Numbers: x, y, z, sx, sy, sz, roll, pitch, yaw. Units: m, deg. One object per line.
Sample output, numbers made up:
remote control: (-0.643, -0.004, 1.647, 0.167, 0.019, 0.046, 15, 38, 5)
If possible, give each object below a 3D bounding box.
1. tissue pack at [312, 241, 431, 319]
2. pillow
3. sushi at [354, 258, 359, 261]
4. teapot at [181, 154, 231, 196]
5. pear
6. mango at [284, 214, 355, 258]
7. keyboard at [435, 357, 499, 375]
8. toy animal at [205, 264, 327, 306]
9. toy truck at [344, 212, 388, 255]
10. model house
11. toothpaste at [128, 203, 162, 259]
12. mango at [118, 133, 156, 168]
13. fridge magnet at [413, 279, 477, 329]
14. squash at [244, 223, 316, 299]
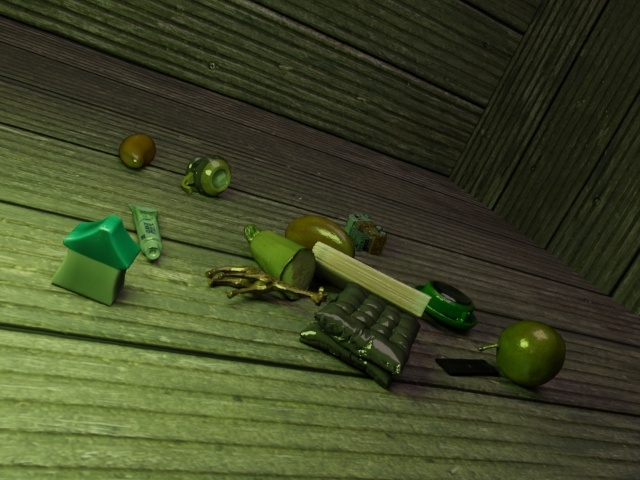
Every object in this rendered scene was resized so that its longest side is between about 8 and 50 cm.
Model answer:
tissue pack: (0.119, 0.111, 1.799, 0.325, 0.071, 0.170, 27, -12, 4)
pillow: (0.107, 0.203, 1.582, 0.228, 0.101, 0.326, 32, 20, 8)
sushi: (0.024, 0.022, 2.058, 0.215, 0.050, 0.192, 27, 17, 4)
teapot: (-0.354, -0.193, 2.073, 0.119, 0.130, 0.166, 21, 43, 41)
pear: (0.527, 0.287, 1.795, 0.216, 0.180, 0.166, 14, 48, 13)
mango: (0.000, 0.000, 1.920, 0.228, 0.136, 0.099, 19, 31, 31)
keyboard: (0.376, 0.322, 1.742, 0.204, 0.013, 0.061, 10, 23, -40)
toy animal: (-0.124, 0.103, 1.556, 0.276, 0.054, 0.149, 10, 11, -17)
toy truck: (0.140, -0.026, 2.322, 0.115, 0.080, 0.177, 4, 28, -29)
model house: (-0.414, 0.024, 1.285, 0.127, 0.149, 0.100, 24, 21, -9)
toothpaste: (-0.410, -0.028, 1.622, 0.075, 0.048, 0.297, 11, 18, -23)
mango: (-0.550, -0.262, 2.040, 0.102, 0.085, 0.184, 26, 27, -12)
fridge magnet: (0.365, 0.186, 1.994, 0.208, 0.088, 0.208, 23, 18, -8)
squash: (-0.106, 0.038, 1.748, 0.137, 0.137, 0.287, 14, 13, -33)
